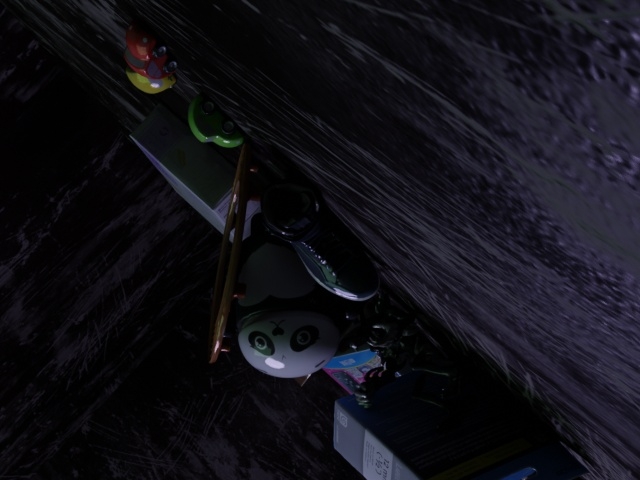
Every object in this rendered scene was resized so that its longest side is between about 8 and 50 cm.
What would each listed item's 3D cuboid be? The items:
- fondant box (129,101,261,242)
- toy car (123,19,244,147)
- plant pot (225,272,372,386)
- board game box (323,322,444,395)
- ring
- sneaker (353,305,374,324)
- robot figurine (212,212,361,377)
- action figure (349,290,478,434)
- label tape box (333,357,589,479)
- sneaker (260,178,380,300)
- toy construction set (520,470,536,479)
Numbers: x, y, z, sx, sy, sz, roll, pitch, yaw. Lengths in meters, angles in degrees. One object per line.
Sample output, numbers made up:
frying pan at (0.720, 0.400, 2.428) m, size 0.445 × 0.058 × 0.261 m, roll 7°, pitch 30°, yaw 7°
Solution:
fondant box at (-0.230, -0.115, 2.128) m, size 0.238 × 0.096 × 0.330 m, roll 41°, pitch 172°, yaw 17°
toy car at (-0.206, -0.210, 1.543) m, size 0.225 × 0.053 × 0.239 m, roll 44°, pitch 174°, yaw -7°
plant pot at (-0.056, 0.110, 1.912) m, size 0.230 × 0.215 × 0.215 m, roll 38°, pitch 173°, yaw 4°
board game box at (0.166, 0.282, 2.014) m, size 0.303 × 0.097 × 0.224 m, roll 44°, pitch 151°, yaw -13°
ring at (-0.128, 0.019, 1.583) m, size 0.032 × 0.336 × 0.336 m, roll 9°, pitch 177°, yaw -8°
sneaker at (0.079, 0.224, 2.217) m, size 0.131 × 0.148 × 0.350 m, roll 42°, pitch 173°, yaw 7°
robot figurine at (-0.056, 0.086, 1.728) m, size 0.174 × 0.278 × 0.209 m, roll 13°, pitch 150°, yaw -32°
action figure at (0.123, 0.190, 1.705) m, size 0.276 × 0.141 × 0.164 m, roll 33°, pitch 132°, yaw 43°
label tape box at (0.218, 0.349, 1.705) m, size 0.348 × 0.249 × 0.115 m, roll 38°, pitch 134°, yaw 46°
sneaker at (-0.002, 0.001, 1.529) m, size 0.226 × 0.086 × 0.163 m, roll 44°, pitch 176°, yaw 3°
toy construction set at (0.503, 0.646, 2.243) m, size 0.237 × 0.257 × 0.308 m, roll 22°, pitch -140°, yaw -39°
